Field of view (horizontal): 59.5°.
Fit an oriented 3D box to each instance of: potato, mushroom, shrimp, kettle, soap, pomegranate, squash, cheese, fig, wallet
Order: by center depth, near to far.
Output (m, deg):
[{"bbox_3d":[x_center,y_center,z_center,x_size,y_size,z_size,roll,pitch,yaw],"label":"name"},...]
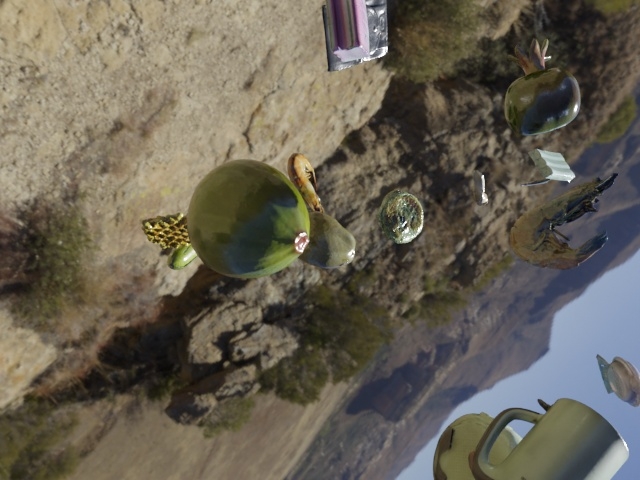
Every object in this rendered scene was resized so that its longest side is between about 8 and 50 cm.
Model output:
[{"bbox_3d":[0.446,0.448,1.135,0.255,0.240,0.165,-38,142,-18],"label":"kettle"},{"bbox_3d":[0.458,-0.320,1.186,0.152,0.191,0.131,-17,172,13],"label":"pomegranate"},{"bbox_3d":[0.602,-0.035,1.340,0.289,0.178,0.075,-30,154,12],"label":"shrimp"},{"bbox_3d":[-0.157,-0.039,1.344,0.316,0.316,0.316,-46,162,-19],"label":"fig"},{"bbox_3d":[0.827,0.383,1.547,0.052,0.135,0.245,-12,173,4],"label":"cheese"},{"bbox_3d":[0.000,0.000,1.765,0.160,0.235,0.178,103,12,-68],"label":"potato"},{"bbox_3d":[0.087,-0.762,1.838,0.193,0.109,0.324,-10,93,-74],"label":"soap"},{"bbox_3d":[-0.048,-0.197,1.992,0.068,0.249,0.150,-9,-160,33],"label":"shrimp"},{"bbox_3d":[-0.483,0.002,2.179,0.341,0.094,0.094,-58,172,-42],"label":"squash"},{"bbox_3d":[0.144,-0.815,2.203,0.323,0.041,0.247,-23,119,-29],"label":"wallet"},{"bbox_3d":[0.670,-0.226,2.360,0.054,0.059,0.202,-48,140,-19],"label":"mushroom"}]

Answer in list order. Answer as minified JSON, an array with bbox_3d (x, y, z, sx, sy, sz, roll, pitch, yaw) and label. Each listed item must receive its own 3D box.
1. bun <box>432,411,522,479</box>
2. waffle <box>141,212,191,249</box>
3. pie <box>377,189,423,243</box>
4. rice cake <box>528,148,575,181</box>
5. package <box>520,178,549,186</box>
[{"bbox_3d":[0.455,0.619,1.507,0.187,0.293,0.293,17,113,-43],"label":"bun"},{"bbox_3d":[-0.504,-0.037,1.980,0.237,0.059,0.243,-4,158,-4],"label":"waffle"},{"bbox_3d":[0.276,-0.081,1.912,0.187,0.187,0.041,-43,-165,-26],"label":"pie"},{"bbox_3d":[0.830,-0.271,2.011,0.237,0.127,0.043,0,148,-46],"label":"rice cake"},{"bbox_3d":[0.806,-0.217,2.095,0.110,0.015,0.037,-9,179,11],"label":"package"}]
